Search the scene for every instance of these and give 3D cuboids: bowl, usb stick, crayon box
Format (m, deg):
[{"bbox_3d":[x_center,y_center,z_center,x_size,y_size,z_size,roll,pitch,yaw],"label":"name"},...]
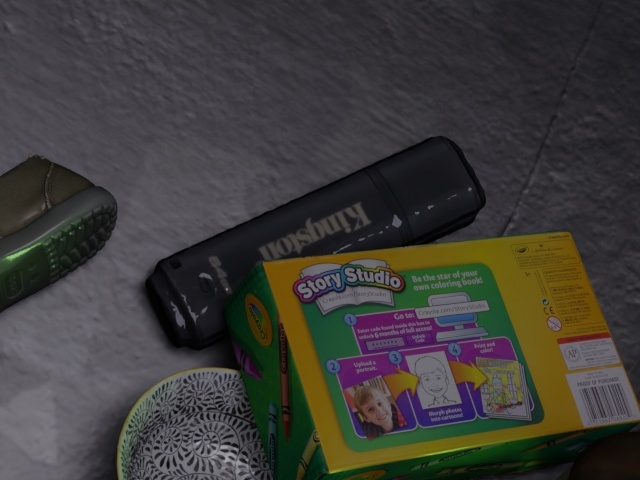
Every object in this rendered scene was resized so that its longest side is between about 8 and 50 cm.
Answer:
[{"bbox_3d":[-0.077,0.185,1.331,0.170,0.080,0.170,13,54,-18],"label":"bowl"},{"bbox_3d":[0.000,0.000,1.422,0.278,0.045,0.077,-25,87,-19],"label":"usb stick"},{"bbox_3d":[0.084,0.091,1.364,0.278,0.081,0.165,-5,64,-28],"label":"crayon box"}]

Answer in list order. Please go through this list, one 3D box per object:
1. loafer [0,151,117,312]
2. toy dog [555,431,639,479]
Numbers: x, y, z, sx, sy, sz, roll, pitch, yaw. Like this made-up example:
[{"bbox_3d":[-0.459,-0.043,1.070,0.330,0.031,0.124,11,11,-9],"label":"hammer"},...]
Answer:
[{"bbox_3d":[-0.267,0.017,1.325,0.251,0.094,0.087,-31,64,-29],"label":"loafer"},{"bbox_3d":[0.327,0.204,1.157,0.408,0.284,0.395,-7,64,-15],"label":"toy dog"}]
